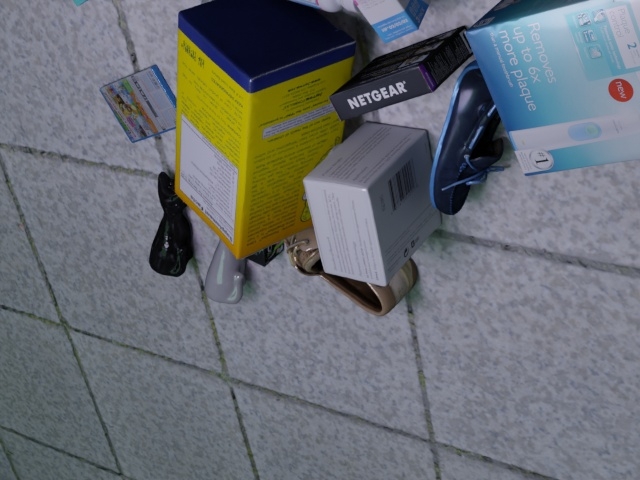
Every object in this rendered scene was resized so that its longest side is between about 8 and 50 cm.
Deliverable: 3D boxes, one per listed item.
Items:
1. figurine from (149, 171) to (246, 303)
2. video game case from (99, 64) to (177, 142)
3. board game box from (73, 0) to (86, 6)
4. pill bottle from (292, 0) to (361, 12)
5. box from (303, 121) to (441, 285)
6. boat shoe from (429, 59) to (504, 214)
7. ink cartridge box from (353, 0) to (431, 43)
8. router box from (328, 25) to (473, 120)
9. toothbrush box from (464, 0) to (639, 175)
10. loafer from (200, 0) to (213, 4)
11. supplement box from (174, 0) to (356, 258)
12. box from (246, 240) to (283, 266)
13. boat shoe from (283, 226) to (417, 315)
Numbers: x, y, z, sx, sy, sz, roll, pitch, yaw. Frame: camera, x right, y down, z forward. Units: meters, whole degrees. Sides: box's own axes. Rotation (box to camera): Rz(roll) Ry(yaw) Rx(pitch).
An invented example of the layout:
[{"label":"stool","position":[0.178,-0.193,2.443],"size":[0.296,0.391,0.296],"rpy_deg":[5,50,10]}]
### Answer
[{"label":"figurine","position":[-0.223,-0.008,2.169],"size":[0.214,0.092,0.210],"rpy_deg":[25,132,21]},{"label":"video game case","position":[-0.322,-0.246,2.101],"size":[0.166,0.015,0.119],"rpy_deg":[-11,116,45]},{"label":"board game box","position":[-0.284,-0.448,1.785],"size":[0.210,0.160,0.047],"rpy_deg":[-16,112,47]},{"label":"pill bottle","position":[-0.004,-0.379,1.660],"size":[0.160,0.087,0.087],"rpy_deg":[22,135,25]},{"label":"box","position":[0.084,-0.059,1.783],"size":[0.119,0.181,0.182],"rpy_deg":[12,131,34]},{"label":"boat shoe","position":[0.219,-0.132,1.667],"size":[0.089,0.109,0.258],"rpy_deg":[25,138,18]},{"label":"ink cartridge box","position":[0.074,-0.371,1.550],"size":[0.061,0.104,0.181],"rpy_deg":[-17,127,38]},{"label":"router box","position":[0.116,-0.236,1.643],"size":[0.178,0.133,0.046],"rpy_deg":[-12,114,46]},{"label":"toothbrush box","position":[0.360,-0.215,1.416],"size":[0.295,0.126,0.216],"rpy_deg":[-6,118,42]},{"label":"loafer","position":[-0.154,-0.305,1.845],"size":[0.087,0.094,0.251],"rpy_deg":[36,139,18]},{"label":"supplement box","position":[-0.094,-0.183,1.783],"size":[0.194,0.195,0.357],"rpy_deg":[45,145,32]},{"label":"box","position":[-0.104,-0.007,2.079],"size":[0.052,0.062,0.083],"rpy_deg":[24,135,25]},{"label":"boat shoe","position":[0.000,0.000,1.959],"size":[0.341,0.110,0.122],"rpy_deg":[33,139,14]}]
